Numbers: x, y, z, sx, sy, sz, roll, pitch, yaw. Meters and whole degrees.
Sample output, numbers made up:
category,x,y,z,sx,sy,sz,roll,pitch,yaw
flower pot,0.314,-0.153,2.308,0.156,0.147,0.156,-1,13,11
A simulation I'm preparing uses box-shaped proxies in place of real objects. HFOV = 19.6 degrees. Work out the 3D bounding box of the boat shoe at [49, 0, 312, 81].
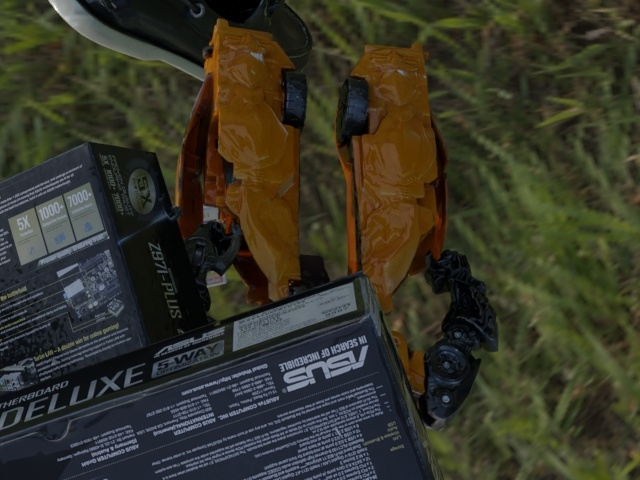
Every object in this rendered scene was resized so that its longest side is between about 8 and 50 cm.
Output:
category,x,y,z,sx,sy,sz,roll,pitch,yaw
boat shoe,-0.090,-0.213,1.579,0.113,0.340,0.127,-41,60,23

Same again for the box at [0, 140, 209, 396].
category,x,y,z,sx,sy,sz,roll,pitch,yaw
box,-0.163,0.046,1.046,0.180,0.077,0.147,-23,79,22

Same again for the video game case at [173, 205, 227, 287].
category,x,y,z,sx,sy,sz,roll,pitch,yaw
video game case,-0.122,0.009,1.518,0.087,0.122,0.011,-11,59,-6

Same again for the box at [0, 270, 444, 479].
category,x,y,z,sx,sy,sz,roll,pitch,yaw
box,-0.080,0.180,0.880,0.307,0.076,0.242,-20,104,3

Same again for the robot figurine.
category,x,y,z,sx,sy,sz,roll,pitch,yaw
robot figurine,0.000,0.000,1.145,0.211,0.085,0.291,6,58,-11
